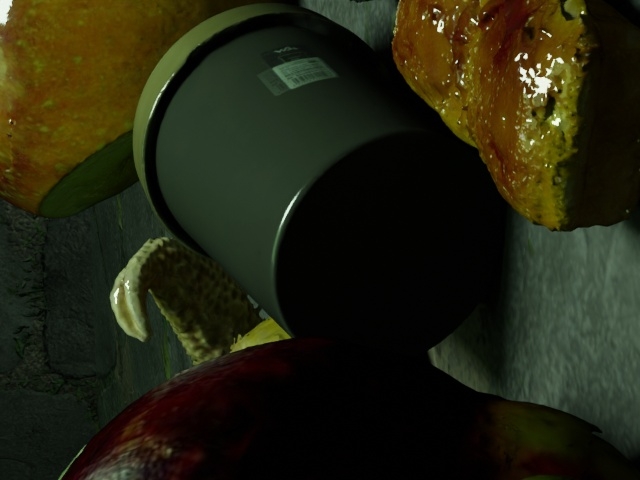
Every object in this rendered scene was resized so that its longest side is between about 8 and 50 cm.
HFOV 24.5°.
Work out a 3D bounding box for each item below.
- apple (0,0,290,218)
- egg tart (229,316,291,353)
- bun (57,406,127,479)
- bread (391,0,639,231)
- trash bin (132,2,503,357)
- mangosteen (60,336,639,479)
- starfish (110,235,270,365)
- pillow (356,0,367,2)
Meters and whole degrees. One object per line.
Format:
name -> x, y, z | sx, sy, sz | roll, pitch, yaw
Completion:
apple -> -0.211, -0.216, 1.490 | 0.374, 0.374, 0.384 | -125, 37, -59
egg tart -> -0.016, 0.177, 1.267 | 0.341, 0.132, 0.341 | -174, 90, -76
bun -> -0.121, 0.250, 1.100 | 0.293, 0.187, 0.293 | -3, 86, 52
bread -> 0.111, -0.114, 0.869 | 0.271, 0.077, 0.139 | -117, 28, -58
trash bin -> -0.016, -0.055, 1.108 | 0.334, 0.214, 0.214 | -137, 42, -54
mangosteen -> 0.023, 0.256, 0.805 | 0.421, 0.381, 0.381 | 23, 125, 34
starfish -> -0.103, 0.193, 1.426 | 0.082, 0.324, 0.432 | 29, 118, 39
pillow -> 0.041, -0.284, 1.007 | 0.335, 0.093, 0.161 | 126, 138, -68
